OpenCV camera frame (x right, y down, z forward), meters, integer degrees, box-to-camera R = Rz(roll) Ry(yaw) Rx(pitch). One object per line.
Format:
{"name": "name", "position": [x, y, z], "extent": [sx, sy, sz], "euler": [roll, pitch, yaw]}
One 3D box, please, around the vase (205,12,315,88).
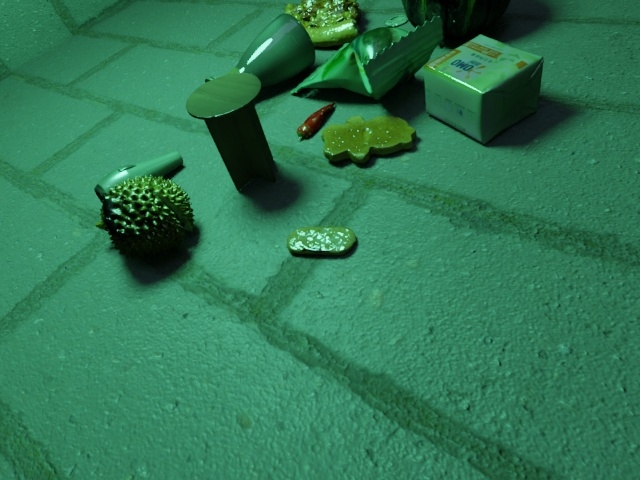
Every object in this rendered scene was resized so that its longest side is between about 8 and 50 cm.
{"name": "vase", "position": [-0.183, -0.517, 1.300], "extent": [0.321, 0.173, 0.173], "euler": [-41, 51, -11]}

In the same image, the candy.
{"name": "candy", "position": [0.103, -0.481, 1.176], "extent": [0.262, 0.172, 0.397], "euler": [-37, 37, -22]}

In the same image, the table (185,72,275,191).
{"name": "table", "position": [-0.183, -0.236, 0.993], "extent": [0.166, 0.227, 0.167], "euler": [-8, 48, 9]}

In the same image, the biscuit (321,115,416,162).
{"name": "biscuit", "position": [0.115, -0.247, 1.044], "extent": [0.225, 0.036, 0.166], "euler": [-10, 48, 4]}

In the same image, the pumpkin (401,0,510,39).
{"name": "pumpkin", "position": [0.391, -0.731, 1.249], "extent": [0.322, 0.241, 0.323], "euler": [-7, 47, 8]}

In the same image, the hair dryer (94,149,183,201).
{"name": "hair dryer", "position": [-0.397, -0.140, 1.094], "extent": [0.266, 0.092, 0.229], "euler": [22, 52, 15]}

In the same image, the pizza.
{"name": "pizza", "position": [0.020, -0.771, 1.495], "extent": [0.277, 0.114, 0.409], "euler": [-35, 51, -8]}

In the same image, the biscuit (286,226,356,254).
{"name": "biscuit", "position": [0.000, 0.000, 0.871], "extent": [0.147, 0.018, 0.071], "euler": [0, 47, 18]}

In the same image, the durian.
{"name": "durian", "position": [-0.407, -0.056, 0.931], "extent": [0.237, 0.138, 0.194], "euler": [-13, 83, 13]}

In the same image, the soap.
{"name": "soap", "position": [0.366, -0.350, 0.989], "extent": [0.182, 0.139, 0.199], "euler": [-32, 49, -11]}

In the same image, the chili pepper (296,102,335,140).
{"name": "chili pepper", "position": [-0.009, -0.326, 1.157], "extent": [0.045, 0.027, 0.178], "euler": [24, 58, 33]}

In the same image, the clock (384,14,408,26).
{"name": "clock", "position": [0.258, -0.743, 1.458], "extent": [0.083, 0.010, 0.074], "euler": [-29, 47, -10]}
